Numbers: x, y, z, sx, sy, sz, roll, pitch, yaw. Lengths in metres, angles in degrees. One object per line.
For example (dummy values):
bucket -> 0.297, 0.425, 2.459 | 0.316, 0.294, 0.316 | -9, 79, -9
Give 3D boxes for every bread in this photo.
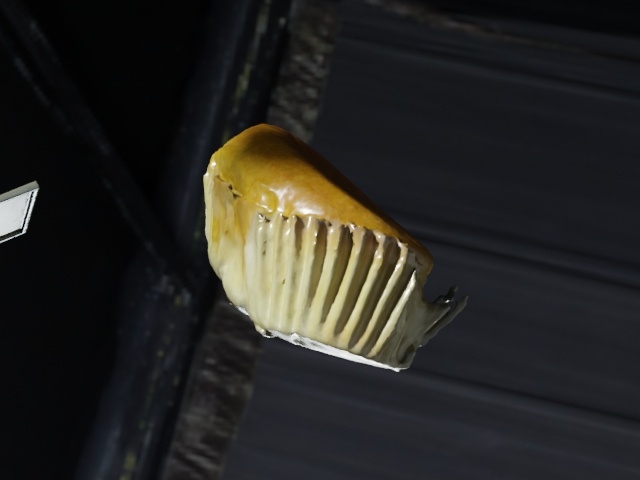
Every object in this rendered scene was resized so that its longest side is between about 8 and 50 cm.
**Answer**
bread -> -0.010, -0.003, 1.535 | 0.388, 0.236, 0.183 | 35, 105, 58

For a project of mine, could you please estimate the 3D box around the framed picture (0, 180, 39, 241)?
framed picture -> -0.373, -0.017, 1.579 | 0.109, 0.011, 0.149 | -25, -11, -24
